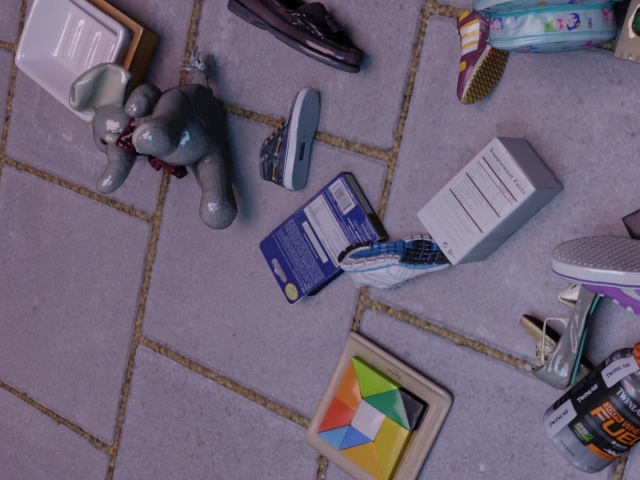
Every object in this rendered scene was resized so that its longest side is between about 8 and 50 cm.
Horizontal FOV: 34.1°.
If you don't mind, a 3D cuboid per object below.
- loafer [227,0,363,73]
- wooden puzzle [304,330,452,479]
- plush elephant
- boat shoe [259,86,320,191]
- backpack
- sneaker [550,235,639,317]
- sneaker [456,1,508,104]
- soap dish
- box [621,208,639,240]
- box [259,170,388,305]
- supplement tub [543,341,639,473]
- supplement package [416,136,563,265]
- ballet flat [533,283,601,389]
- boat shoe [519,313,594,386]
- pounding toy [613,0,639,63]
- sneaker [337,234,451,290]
[{"bbox_3d":[-0.039,-0.380,1.775,0.302,0.109,0.095,34,107,32],"label":"loafer"},{"bbox_3d":[0.088,0.304,1.758,0.221,0.044,0.239,31,110,30],"label":"wooden puzzle"},{"bbox_3d":[-0.317,-0.188,1.894,0.255,0.272,0.330,-16,54,22],"label":"plush elephant"},{"bbox_3d":[-0.060,-0.182,1.821,0.083,0.065,0.184,19,104,32],"label":"boat shoe"},{"bbox_3d":[0.308,-0.348,1.404,0.225,0.253,0.191,-2,92,12],"label":"backpack"},{"bbox_3d":[0.447,0.090,1.413,0.282,0.102,0.161,10,122,18],"label":"sneaker"},{"bbox_3d":[0.242,-0.302,1.604,0.084,0.069,0.186,31,104,39],"label":"sneaker"},{"bbox_3d":[-0.461,-0.376,2.067,0.290,0.118,0.229,37,113,28],"label":"soap dish"},{"bbox_3d":[0.472,-0.009,1.458,0.062,0.052,0.083,-32,76,32],"label":"box"},{"bbox_3d":[0.000,0.000,1.807,0.225,0.036,0.136,-39,71,29],"label":"box"},{"bbox_3d":[0.417,0.232,1.472,0.190,0.117,0.117,-49,66,28],"label":"supplement tub"},{"bbox_3d":[0.255,-0.059,1.579,0.179,0.105,0.105,-45,68,28],"label":"supplement package"},{"bbox_3d":[0.362,0.107,1.501,0.068,0.072,0.213,20,86,14],"label":"ballet flat"},{"bbox_3d":[0.345,0.165,1.561,0.135,0.050,0.045,44,111,25],"label":"boat shoe"},{"bbox_3d":[0.464,-0.274,1.394,0.100,0.141,0.130,23,106,32],"label":"pounding toy"},{"bbox_3d":[0.129,0.044,1.710,0.190,0.071,0.083,-3,130,25],"label":"sneaker"}]
